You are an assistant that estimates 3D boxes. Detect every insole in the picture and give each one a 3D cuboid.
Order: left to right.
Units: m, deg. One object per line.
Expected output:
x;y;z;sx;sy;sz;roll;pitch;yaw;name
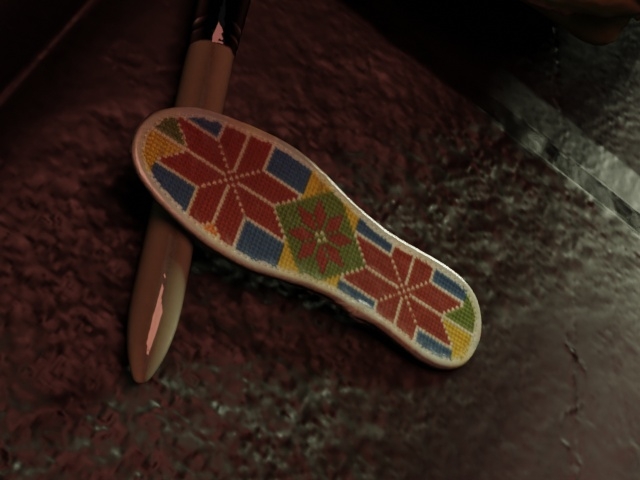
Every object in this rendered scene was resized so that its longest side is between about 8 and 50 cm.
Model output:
0.000;0.000;0.581;0.193;0.006;0.065;33;58;-23;insole

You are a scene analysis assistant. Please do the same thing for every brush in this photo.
-0.050;-0.075;0.592;0.039;0.042;0.299;51;40;-50;brush

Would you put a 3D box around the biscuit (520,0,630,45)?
0.053;-0.256;0.736;0.325;0.044;0.217;29;55;-14;biscuit

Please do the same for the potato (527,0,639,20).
0.172;-0.243;0.615;0.189;0.264;0.211;44;45;9;potato
